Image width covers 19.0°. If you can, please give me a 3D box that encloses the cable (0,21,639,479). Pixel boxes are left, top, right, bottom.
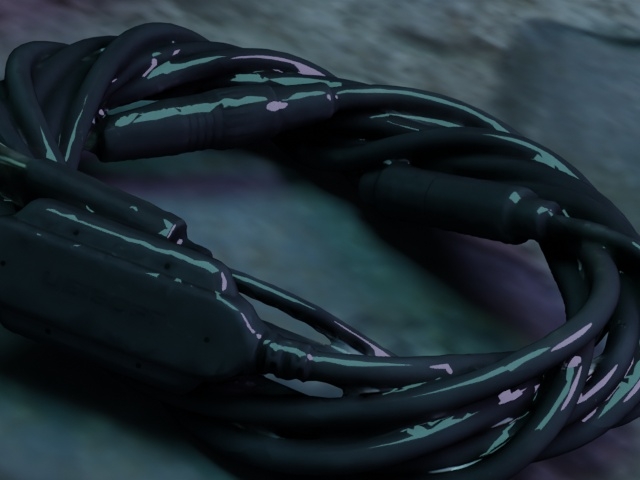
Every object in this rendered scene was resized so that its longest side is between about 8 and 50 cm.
[{"bbox_3d":[0.000,0.000,0.469,0.185,0.047,0.150,17,28,10],"label":"cable"}]
